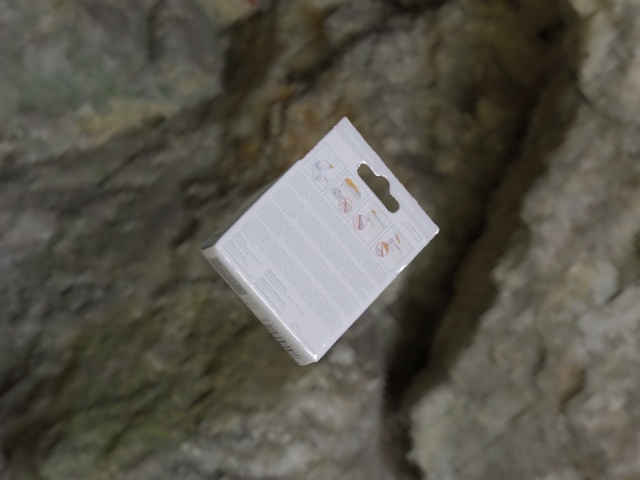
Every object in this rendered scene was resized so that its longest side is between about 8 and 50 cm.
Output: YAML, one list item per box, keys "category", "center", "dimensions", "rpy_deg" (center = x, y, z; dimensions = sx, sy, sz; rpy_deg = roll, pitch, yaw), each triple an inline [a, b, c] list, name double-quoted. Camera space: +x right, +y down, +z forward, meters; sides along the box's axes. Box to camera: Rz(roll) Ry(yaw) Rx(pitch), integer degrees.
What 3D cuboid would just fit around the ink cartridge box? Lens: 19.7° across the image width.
- category: "ink cartridge box"
  center: [0.000, 0.000, 2.074]
  dimensions: [0.181, 0.225, 0.056]
  rpy_deg: [50, -24, -14]
